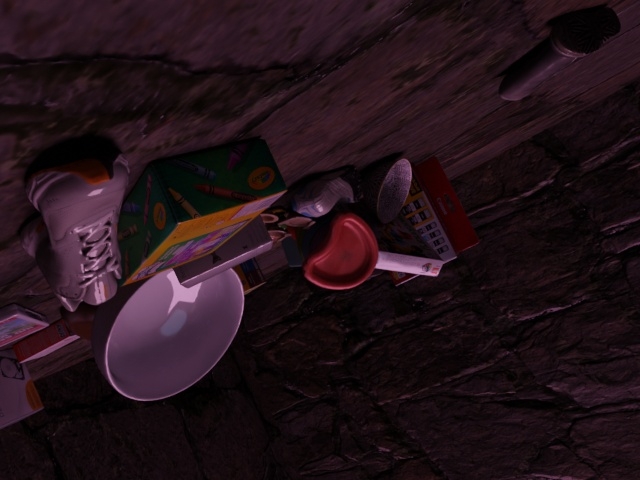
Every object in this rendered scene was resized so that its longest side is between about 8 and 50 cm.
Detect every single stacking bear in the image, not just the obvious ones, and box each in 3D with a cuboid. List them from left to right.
[{"bbox_3d":[0.004,-0.011,1.298,0.175,0.164,0.289,-55,-149,4],"label":"stacking bear"}]

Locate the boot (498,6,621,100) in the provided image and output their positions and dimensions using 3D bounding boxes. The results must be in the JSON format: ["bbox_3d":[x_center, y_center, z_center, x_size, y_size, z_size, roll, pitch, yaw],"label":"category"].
[{"bbox_3d":[0.390,-0.314,0.946,0.189,0.076,0.208,-21,180,-32],"label":"boot"}]

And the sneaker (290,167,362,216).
[{"bbox_3d":[0.021,-0.109,1.175,0.086,0.085,0.237,2,-164,32],"label":"sneaker"}]

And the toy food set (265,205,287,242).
[{"bbox_3d":[-0.134,-0.020,1.279,0.128,0.071,0.218,-27,175,6],"label":"toy food set"}]

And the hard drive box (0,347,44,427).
[{"bbox_3d":[-0.808,0.374,1.310,0.089,0.181,0.232,-26,176,2],"label":"hard drive box"}]

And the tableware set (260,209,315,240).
[{"bbox_3d":[-0.104,-0.034,1.139,0.168,0.020,0.141,12,160,-34],"label":"tableware set"}]

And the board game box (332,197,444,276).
[{"bbox_3d":[0.162,-0.020,1.395,0.192,0.305,0.053,9,117,-25],"label":"board game box"}]

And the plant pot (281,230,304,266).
[{"bbox_3d":[0.000,0.000,1.756,0.234,0.166,0.165,-20,176,8],"label":"plant pot"}]

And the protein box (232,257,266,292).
[{"bbox_3d":[-0.293,0.113,1.507,0.201,0.136,0.199,-24,176,-27],"label":"protein box"}]

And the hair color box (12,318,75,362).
[{"bbox_3d":[-0.690,0.252,1.392,0.167,0.054,0.093,-26,175,12],"label":"hair color box"}]

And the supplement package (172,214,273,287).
[{"bbox_3d":[-0.190,0.001,0.989,0.179,0.105,0.105,-26,176,-10],"label":"supplement package"}]

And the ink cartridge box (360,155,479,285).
[{"bbox_3d":[0.285,-0.066,1.617,0.271,0.310,0.130,-28,175,18],"label":"ink cartridge box"}]

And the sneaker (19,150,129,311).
[{"bbox_3d":[-0.242,0.001,0.570,0.099,0.121,0.262,-24,175,-35],"label":"sneaker"}]

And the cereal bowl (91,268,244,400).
[{"bbox_3d":[-0.333,0.160,1.149,0.141,0.339,0.338,27,-138,35],"label":"cereal bowl"}]

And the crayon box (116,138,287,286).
[{"bbox_3d":[-0.188,-0.031,0.758,0.165,0.081,0.278,-22,174,-38],"label":"crayon box"}]

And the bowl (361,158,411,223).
[{"bbox_3d":[0.156,-0.136,1.371,0.170,0.080,0.170,-39,141,-40],"label":"bowl"}]

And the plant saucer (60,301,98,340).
[{"bbox_3d":[-0.492,0.197,1.226,0.198,0.036,0.199,5,149,3],"label":"plant saucer"}]

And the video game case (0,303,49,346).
[{"bbox_3d":[-0.653,0.188,1.034,0.203,0.025,0.285,-24,175,-20],"label":"video game case"}]
